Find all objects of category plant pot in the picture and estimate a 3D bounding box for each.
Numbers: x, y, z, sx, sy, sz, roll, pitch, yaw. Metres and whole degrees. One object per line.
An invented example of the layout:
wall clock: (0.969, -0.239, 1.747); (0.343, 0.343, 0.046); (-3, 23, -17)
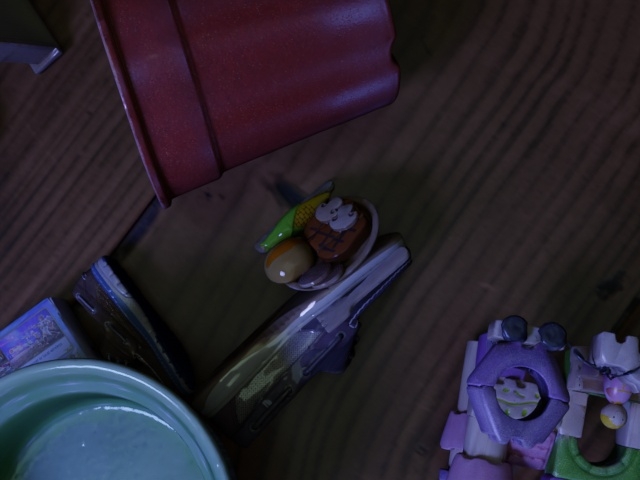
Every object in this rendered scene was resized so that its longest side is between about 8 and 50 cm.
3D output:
plant pot: (-0.074, -0.200, 0.931); (0.265, 0.272, 0.272); (-18, 85, -6)

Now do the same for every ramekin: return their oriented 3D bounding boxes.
ramekin: (-0.219, 0.269, 0.873); (0.304, 0.148, 0.303); (-1, 79, 3)

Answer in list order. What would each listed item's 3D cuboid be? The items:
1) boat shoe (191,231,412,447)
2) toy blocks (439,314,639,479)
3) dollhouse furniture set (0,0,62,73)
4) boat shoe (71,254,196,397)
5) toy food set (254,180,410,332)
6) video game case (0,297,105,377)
boat shoe: (-0.006, 0.106, 0.976); (0.285, 0.103, 0.092); (-41, 98, -4)
toy blocks: (0.253, 0.232, 0.841); (0.289, 0.309, 0.260); (11, 80, 4)
dollhouse furniture set: (-0.442, -0.184, 1.023); (0.242, 0.161, 0.212); (-36, 84, 22)
boat shoe: (-0.206, 0.106, 1.005); (0.066, 0.066, 0.183); (-39, 75, 4)
toy food set: (0.000, 0.000, 0.947); (0.132, 0.192, 0.038); (-43, 128, -3)
video game case: (-0.329, 0.237, 0.998); (0.270, 0.061, 0.244); (-35, 86, 0)
